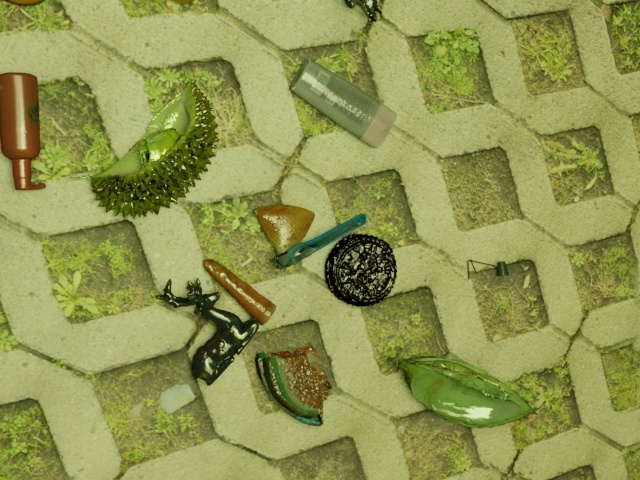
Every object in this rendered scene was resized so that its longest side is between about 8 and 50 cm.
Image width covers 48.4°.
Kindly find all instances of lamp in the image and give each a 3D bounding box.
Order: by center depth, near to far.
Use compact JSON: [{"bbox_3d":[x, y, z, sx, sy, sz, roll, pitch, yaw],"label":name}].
[{"bbox_3d":[0.459,0.074,1.946,0.121,0.041,0.054,-4,86,-23],"label":"lamp"}]

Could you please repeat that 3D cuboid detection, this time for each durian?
[{"bbox_3d":[-0.359,-0.184,1.612,0.169,0.157,0.355,41,76,19],"label":"durian"},{"bbox_3d":[0.361,0.393,1.838,0.394,0.198,0.163,28,84,-17],"label":"durian"}]

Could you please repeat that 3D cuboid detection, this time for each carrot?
[{"bbox_3d":[-0.199,0.114,1.697,0.210,0.061,0.061,42,79,-13],"label":"carrot"}]

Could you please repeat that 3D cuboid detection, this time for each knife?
[{"bbox_3d":[0.001,0.000,1.750,0.297,0.026,0.044,-29,115,-28],"label":"knife"}]

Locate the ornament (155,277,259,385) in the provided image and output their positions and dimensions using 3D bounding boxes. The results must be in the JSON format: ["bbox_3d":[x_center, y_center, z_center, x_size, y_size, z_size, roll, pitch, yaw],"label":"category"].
[{"bbox_3d":[-0.291,0.197,1.650,0.236,0.080,0.202,41,89,-18],"label":"ornament"}]

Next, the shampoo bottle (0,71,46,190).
[{"bbox_3d":[-0.632,-0.228,1.504,0.086,0.085,0.244,-5,96,-20],"label":"shampoo bottle"}]

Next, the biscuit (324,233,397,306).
[{"bbox_3d":[0.104,0.076,1.803,0.195,0.053,0.194,-1,94,-20],"label":"biscuit"}]

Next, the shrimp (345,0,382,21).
[{"bbox_3d":[0.090,-0.759,1.750,0.272,0.085,0.444,-20,95,-24],"label":"shrimp"}]

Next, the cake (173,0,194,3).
[{"bbox_3d":[-0.313,-0.582,1.621,0.084,0.044,0.084,-1,94,-19],"label":"cake"}]

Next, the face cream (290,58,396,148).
[{"bbox_3d":[0.058,-0.336,1.755,0.269,0.073,0.107,29,87,-19],"label":"face cream"}]

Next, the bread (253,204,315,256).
[{"bbox_3d":[-0.070,-0.035,1.736,0.136,0.054,0.154,-30,105,-19],"label":"bread"}]

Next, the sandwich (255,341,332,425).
[{"bbox_3d":[-0.050,0.360,1.747,0.159,0.079,0.235,-26,101,-17],"label":"sandwich"}]

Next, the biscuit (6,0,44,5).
[{"bbox_3d":[-0.618,-0.579,1.506,0.170,0.050,0.170,-1,94,-20],"label":"biscuit"}]
